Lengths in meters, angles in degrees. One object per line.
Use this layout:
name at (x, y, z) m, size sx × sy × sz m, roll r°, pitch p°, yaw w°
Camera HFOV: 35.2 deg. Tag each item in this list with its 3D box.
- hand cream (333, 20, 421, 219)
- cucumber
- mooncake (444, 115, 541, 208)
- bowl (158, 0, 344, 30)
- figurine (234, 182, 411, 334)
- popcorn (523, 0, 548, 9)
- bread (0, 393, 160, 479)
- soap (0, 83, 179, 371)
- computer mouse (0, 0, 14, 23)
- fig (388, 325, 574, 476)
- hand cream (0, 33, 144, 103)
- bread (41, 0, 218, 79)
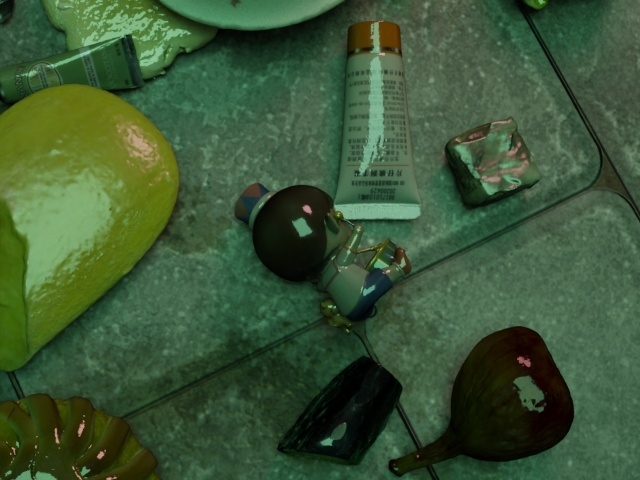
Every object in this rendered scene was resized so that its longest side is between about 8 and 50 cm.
hand cream at (0.094, -0.186, 1.597) m, size 0.140 × 0.089 × 0.314 m, roll 2°, pitch 82°, yaw -4°
cucumber at (0.039, 0.266, 1.505) m, size 0.115 × 0.086 × 0.193 m, roll 38°, pitch 71°, yaw 5°
mooncake at (0.269, -0.123, 1.606) m, size 0.130 × 0.073 × 0.125 m, roll -19°, pitch 78°, yaw -11°
bowl at (-0.105, -0.553, 1.526) m, size 0.435 × 0.196 × 0.434 m, roll 0°, pitch 65°, yaw 0°
figurine at (-0.004, 0.004, 1.522) m, size 0.275 × 0.161 × 0.158 m, roll 38°, pitch 37°, yaw 0°
popcorn at (0.406, -0.492, 1.642) m, size 0.235 × 0.181 × 0.216 m, roll 7°, pitch 80°, yaw 1°
bread at (-0.376, 0.363, 1.398) m, size 0.333 × 0.160 × 0.332 m, roll 2°, pitch 77°, yaw -7°
soap at (-0.410, -0.039, 1.500) m, size 0.306 × 0.115 × 0.427 m, roll 39°, pitch 78°, yaw 6°
computer mouse at (-0.525, -0.408, 1.599) m, size 0.079 × 0.047 × 0.135 m, roll -5°, pitch 90°, yaw -13°
fig at (0.249, 0.262, 1.513) m, size 0.190 × 0.191 × 0.290 m, roll 48°, pitch 119°, yaw 5°
hand cream at (-0.397, -0.258, 1.562) m, size 0.235 × 0.055 × 0.086 m, roll -10°, pitch 123°, yaw -1°
bread at (-0.297, -0.409, 1.620) m, size 0.316 × 0.054 × 0.315 m, roll 1°, pitch 78°, yaw -4°
